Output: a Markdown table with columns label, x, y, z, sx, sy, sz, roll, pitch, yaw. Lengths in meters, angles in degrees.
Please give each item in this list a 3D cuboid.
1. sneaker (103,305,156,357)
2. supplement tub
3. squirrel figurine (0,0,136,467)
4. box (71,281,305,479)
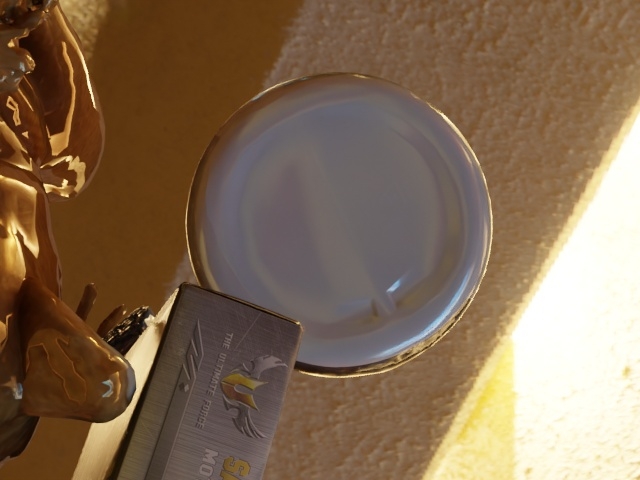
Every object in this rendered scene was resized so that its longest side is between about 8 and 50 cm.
| label | x | y | z | sx | sy | sz | roll | pitch | yaw |
| --- | --- | --- | --- | --- | --- | --- | --- | --- | --- |
| sneaker | -0.125 | 0.113 | 0.833 | 0.081 | 0.090 | 0.232 | -43 | -164 | -12 |
| supplement tub | 0.000 | 0.000 | 0.789 | 0.194 | 0.316 | 0.193 | 0 | -94 | -6 |
| squirrel figurine | -0.192 | -0.089 | 0.427 | 0.397 | 0.281 | 0.370 | 109 | -24 | -61 |
| box | -0.088 | 0.151 | 0.452 | 0.183 | 0.056 | 0.231 | 138 | -28 | -61 |
